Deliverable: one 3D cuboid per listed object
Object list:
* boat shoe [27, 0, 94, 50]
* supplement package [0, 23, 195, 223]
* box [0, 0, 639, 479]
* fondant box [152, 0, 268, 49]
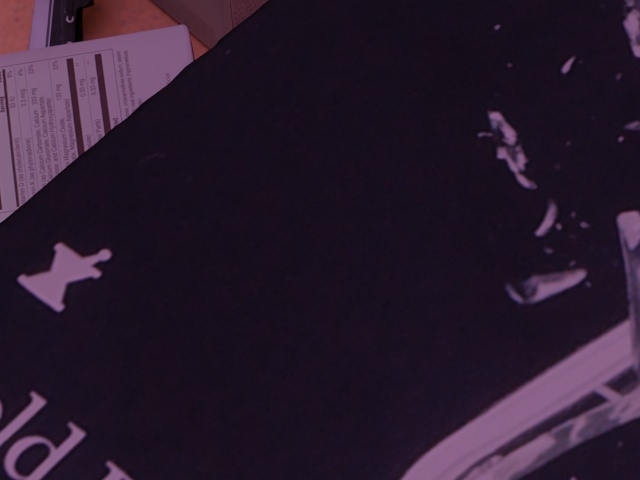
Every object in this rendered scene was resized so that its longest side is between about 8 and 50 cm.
[{"bbox_3d":[-0.169,-0.165,0.985,0.040,0.049,0.142,10,111,-6],"label":"boat shoe"},{"bbox_3d":[-0.183,0.024,0.857,0.263,0.199,0.198,-10,70,-3],"label":"supplement package"},{"bbox_3d":[0.125,0.142,0.549,0.480,0.297,0.472,35,60,20],"label":"box"},{"bbox_3d":[-0.119,-0.283,0.905,0.238,0.330,0.096,41,75,14],"label":"fondant box"}]
